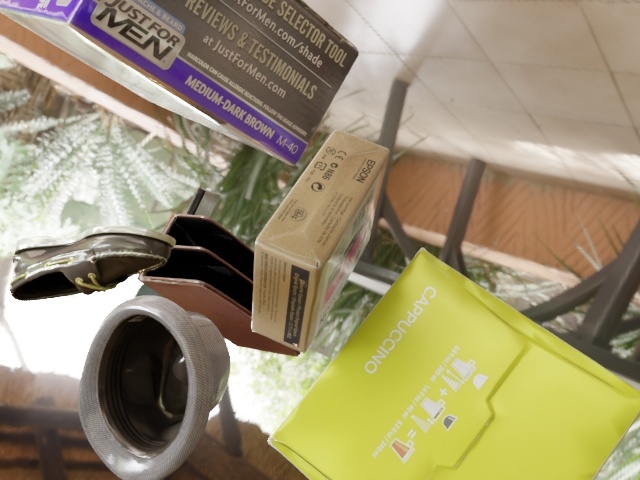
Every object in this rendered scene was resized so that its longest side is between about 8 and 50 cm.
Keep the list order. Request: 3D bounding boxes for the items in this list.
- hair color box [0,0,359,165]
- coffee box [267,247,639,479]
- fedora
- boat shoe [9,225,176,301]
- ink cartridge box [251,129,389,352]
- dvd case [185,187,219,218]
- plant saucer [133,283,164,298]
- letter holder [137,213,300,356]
[{"bbox_3d":[-0.145,-0.181,0.543,0.185,0.110,0.339,29,180,-38],"label":"hair color box"},{"bbox_3d":[0.192,0.275,0.926,0.338,0.337,0.334,36,172,24],"label":"coffee box"},{"bbox_3d":[-0.230,0.208,0.958,0.244,0.275,0.124,33,-161,28],"label":"fedora"},{"bbox_3d":[-0.265,0.031,0.741,0.228,0.068,0.081,-7,155,26],"label":"boat shoe"},{"bbox_3d":[0.000,0.000,0.857,0.088,0.234,0.193,22,142,12],"label":"ink cartridge box"},{"bbox_3d":[-0.319,-0.045,1.634,0.022,0.180,0.253,25,-179,-2],"label":"dvd case"},{"bbox_3d":[-0.396,0.142,1.486,0.021,0.119,0.119,10,171,27],"label":"plant saucer"},{"bbox_3d":[-0.162,0.093,1.271,0.214,0.152,0.302,3,150,42],"label":"letter holder"}]
